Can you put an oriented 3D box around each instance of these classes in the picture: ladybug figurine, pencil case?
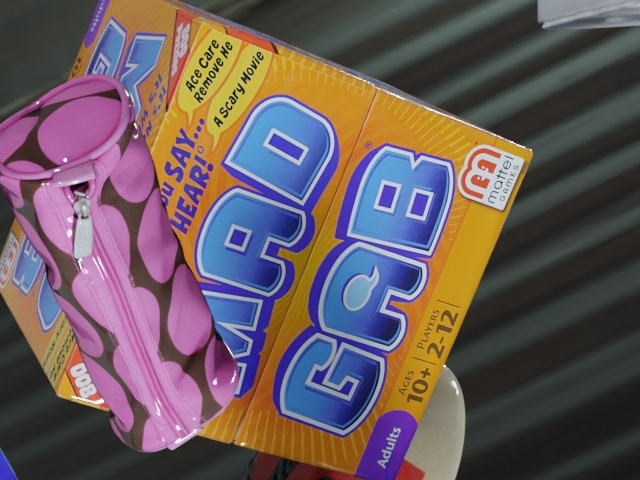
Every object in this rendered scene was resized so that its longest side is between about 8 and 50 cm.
[{"bbox_3d":[0.008,0.331,2.000,0.162,0.449,0.305,27,8,-31],"label":"ladybug figurine"},{"bbox_3d":[-0.107,0.021,0.831,0.098,0.095,0.209,47,-18,51],"label":"pencil case"}]

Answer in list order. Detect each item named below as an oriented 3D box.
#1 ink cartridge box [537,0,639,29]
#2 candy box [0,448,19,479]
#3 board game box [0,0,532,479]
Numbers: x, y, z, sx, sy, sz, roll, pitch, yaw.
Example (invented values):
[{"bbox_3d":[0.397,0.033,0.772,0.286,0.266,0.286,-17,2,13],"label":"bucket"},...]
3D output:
[{"bbox_3d":[0.231,-0.301,1.032,0.226,0.131,0.306,-152,-120,-80],"label":"ink cartridge box"},{"bbox_3d":[-0.460,0.316,1.712,0.317,0.268,0.122,37,-33,60],"label":"candy box"},{"bbox_3d":[-0.075,-0.021,1.560,0.356,0.356,0.356,19,8,-24],"label":"board game box"}]
